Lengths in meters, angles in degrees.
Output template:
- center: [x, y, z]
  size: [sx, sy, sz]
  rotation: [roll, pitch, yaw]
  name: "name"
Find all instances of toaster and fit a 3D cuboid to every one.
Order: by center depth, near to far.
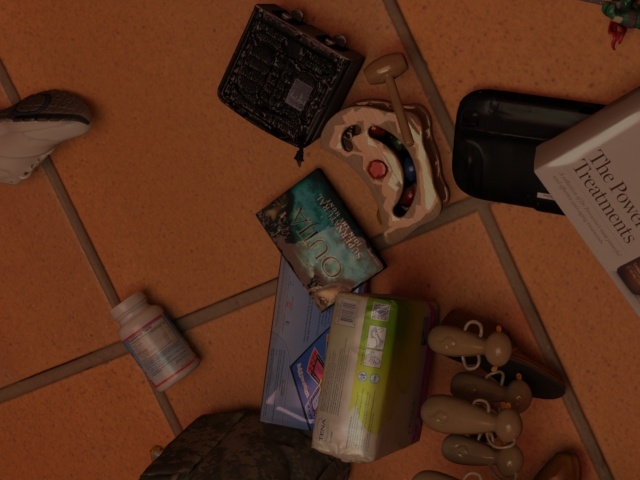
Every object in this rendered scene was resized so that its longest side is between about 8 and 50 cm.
- center: [-0.045, -0.237, 1.774]
  size: [0.168, 0.110, 0.185]
  rotation: [32, 114, 10]
  name: "toaster"

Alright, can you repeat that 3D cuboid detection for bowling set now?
- center: [0.251, 0.259, 1.751]
  size: [0.154, 0.200, 0.286]
  rotation: [6, 91, 35]
  name: "bowling set"

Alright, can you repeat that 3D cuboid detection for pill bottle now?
- center: [-0.278, 0.165, 1.996]
  size: [0.087, 0.087, 0.160]
  rotation: [-35, 91, 26]
  name: "pill bottle"

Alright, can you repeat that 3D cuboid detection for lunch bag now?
- center: [-0.112, 0.401, 1.884]
  size: [0.256, 0.305, 0.212]
  rotation: [-11, 102, 25]
  name: "lunch bag"

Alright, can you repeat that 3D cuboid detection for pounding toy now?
- center: [0.080, -0.123, 1.735]
  size: [0.154, 0.155, 0.269]
  rotation: [-12, 101, 19]
  name: "pounding toy"

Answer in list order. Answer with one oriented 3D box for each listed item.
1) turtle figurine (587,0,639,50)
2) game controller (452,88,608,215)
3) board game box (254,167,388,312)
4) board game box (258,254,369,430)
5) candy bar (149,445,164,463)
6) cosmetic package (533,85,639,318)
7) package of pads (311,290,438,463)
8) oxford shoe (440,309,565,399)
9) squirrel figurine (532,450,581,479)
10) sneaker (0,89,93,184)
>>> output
- center: [0.455, -0.317, 1.558]
  size: [0.234, 0.175, 0.118]
  rotation: [18, 154, 40]
  name: "turtle figurine"
- center: [0.342, -0.116, 1.700]
  size: [0.319, 0.067, 0.166]
  rotation: [11, 124, 18]
  name: "game controller"
- center: [0.000, 0.000, 1.846]
  size: [0.126, 0.026, 0.186]
  rotation: [-37, 82, 13]
  name: "board game box"
- center: [-0.008, 0.154, 1.877]
  size: [0.145, 0.027, 0.281]
  rotation: [8, 90, 20]
  name: "board game box"
- center: [-0.272, 0.436, 2.113]
  size: [0.040, 0.018, 0.161]
  rotation: [-2, 104, 18]
  name: "candy bar"
- center: [0.505, -0.034, 1.591]
  size: [0.284, 0.097, 0.377]
  rotation: [-32, 106, 24]
  name: "cosmetic package"
- center: [0.082, 0.192, 1.720]
  size: [0.101, 0.296, 0.229]
  rotation: [9, 89, 18]
  name: "package of pads"
- center: [0.276, 0.166, 1.797]
  size: [0.212, 0.076, 0.076]
  rotation: [30, 141, -3]
  name: "oxford shoe"
- center: [0.342, 0.579, 1.720]
  size: [0.370, 0.281, 0.396]
  rotation: [45, 144, 46]
  name: "squirrel figurine"
- center: [-0.492, -0.163, 1.987]
  size: [0.297, 0.111, 0.129]
  rotation: [-9, 118, 27]
  name: "sneaker"
